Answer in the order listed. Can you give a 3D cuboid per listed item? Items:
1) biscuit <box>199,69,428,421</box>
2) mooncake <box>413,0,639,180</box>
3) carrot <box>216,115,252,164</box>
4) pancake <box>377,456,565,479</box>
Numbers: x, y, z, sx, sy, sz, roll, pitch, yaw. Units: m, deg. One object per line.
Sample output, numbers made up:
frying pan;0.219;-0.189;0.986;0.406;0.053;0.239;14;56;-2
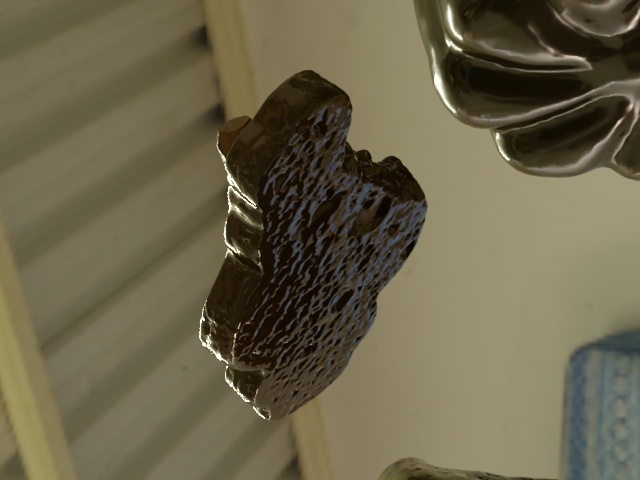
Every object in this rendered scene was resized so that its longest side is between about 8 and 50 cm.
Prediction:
biscuit;-0.008;0.003;0.911;0.183;0.047;0.320;-47;-24;-14
mooncake;0.261;-0.206;1.193;0.378;0.378;0.201;45;-147;-52
carrot;-0.039;-0.019;1.125;0.042;0.042;0.171;-52;-49;-47
pancake;0.205;0.201;0.958;0.356;0.356;0.065;19;-99;-60
